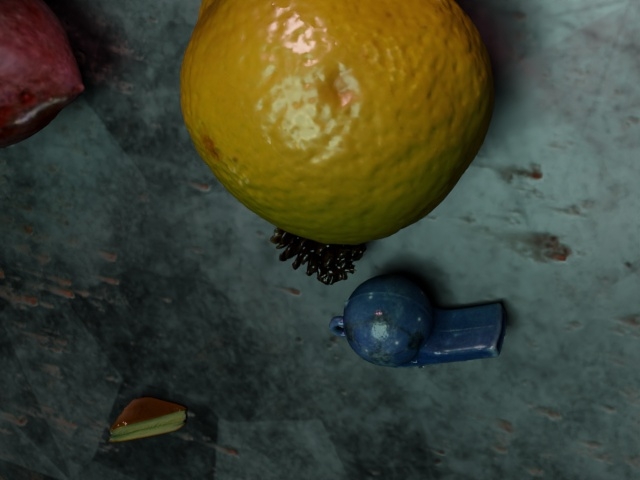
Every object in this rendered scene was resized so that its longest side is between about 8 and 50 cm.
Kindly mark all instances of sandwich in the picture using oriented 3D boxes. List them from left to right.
[{"bbox_3d":[-0.185,0.186,1.300,0.083,0.044,0.031,-8,119,-18],"label":"sandwich"}]

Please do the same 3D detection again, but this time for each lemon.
[{"bbox_3d":[0.006,-0.118,0.969,0.253,0.228,0.228,27,121,-5],"label":"lemon"}]

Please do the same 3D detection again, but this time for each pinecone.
[{"bbox_3d":[0.000,0.000,1.111,0.083,0.077,0.077,46,126,31],"label":"pinecone"}]

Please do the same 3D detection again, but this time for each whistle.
[{"bbox_3d":[0.078,0.069,1.100,0.158,0.090,0.090,-10,106,28],"label":"whistle"}]

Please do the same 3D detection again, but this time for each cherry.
[{"bbox_3d":[-0.330,-0.165,1.140,0.249,0.192,0.175,12,151,13],"label":"cherry"}]
